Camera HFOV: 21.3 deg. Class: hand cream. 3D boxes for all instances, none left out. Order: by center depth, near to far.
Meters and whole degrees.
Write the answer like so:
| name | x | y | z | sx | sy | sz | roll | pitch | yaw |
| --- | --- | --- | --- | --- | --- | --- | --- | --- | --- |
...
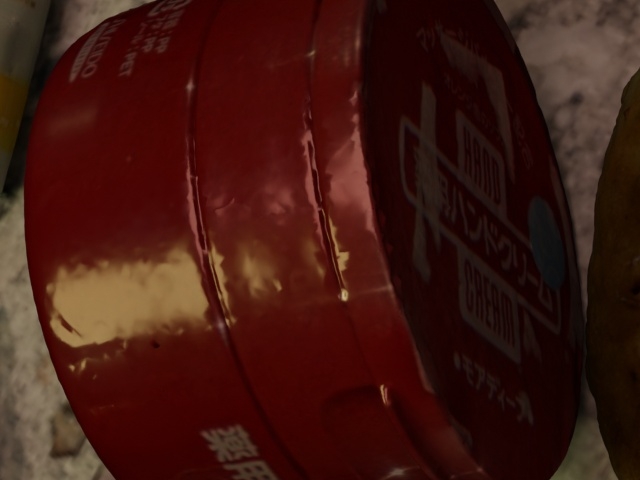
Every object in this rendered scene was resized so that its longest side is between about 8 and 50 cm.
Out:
| name | x | y | z | sx | sy | sz | roll | pitch | yaw |
| --- | --- | --- | --- | --- | --- | --- | --- | --- | --- |
| hand cream | 0.000 | 0.000 | 0.667 | 0.149 | 0.230 | 0.230 | -10 | 72 | 25 |

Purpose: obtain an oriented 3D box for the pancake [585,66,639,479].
| name | x | y | z | sx | sy | sz | roll | pitch | yaw |
| --- | --- | --- | --- | --- | --- | --- | --- | --- | --- |
| pancake | 0.196 | -0.011 | 0.661 | 0.197 | 0.054 | 0.376 | 3 | 76 | 28 |

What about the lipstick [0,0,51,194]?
| name | x | y | z | sx | sy | sz | roll | pitch | yaw |
| --- | --- | --- | --- | --- | --- | --- | --- | --- | --- |
| lipstick | -0.162 | -0.156 | 0.886 | 0.059 | 0.059 | 0.264 | 7 | 80 | 28 |
